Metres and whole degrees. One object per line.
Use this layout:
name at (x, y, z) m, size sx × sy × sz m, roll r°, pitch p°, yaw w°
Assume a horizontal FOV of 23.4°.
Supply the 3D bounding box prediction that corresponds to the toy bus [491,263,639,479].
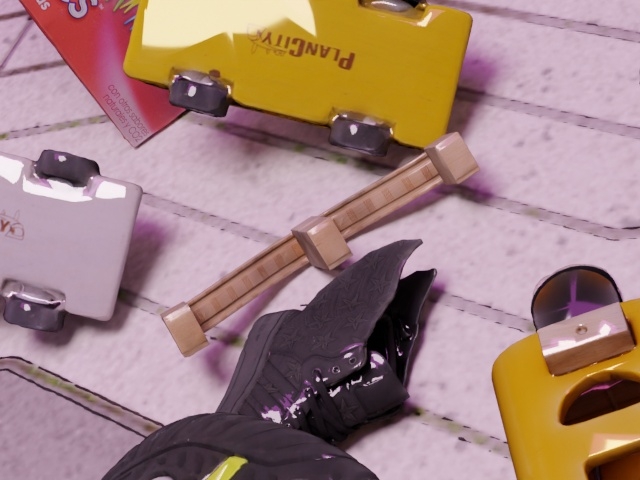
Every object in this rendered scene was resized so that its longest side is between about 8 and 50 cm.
toy bus at (0.123, 0.072, 0.643) m, size 0.202 × 0.104 × 0.191 m, roll 18°, pitch 61°, yaw 39°

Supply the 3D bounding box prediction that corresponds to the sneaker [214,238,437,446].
sneaker at (0.001, 0.076, 0.748) m, size 0.089 × 0.051 × 0.170 m, roll -10°, pitch 43°, yaw 28°

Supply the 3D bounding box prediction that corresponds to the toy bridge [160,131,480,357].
toy bridge at (0.000, 0.000, 0.817) m, size 0.188 × 0.026 × 0.063 m, roll -32°, pitch 6°, yaw -8°

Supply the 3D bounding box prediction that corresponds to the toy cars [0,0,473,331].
toy cars at (-0.102, -0.059, 0.895) m, size 0.393 × 0.087 × 0.176 m, roll -27°, pitch 84°, yaw 5°

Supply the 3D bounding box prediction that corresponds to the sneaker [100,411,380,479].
sneaker at (0.039, 0.186, 0.556) m, size 0.384 × 0.147 × 0.145 m, roll 24°, pitch 67°, yaw 44°

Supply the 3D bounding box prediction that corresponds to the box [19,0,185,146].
box at (-0.154, -0.226, 0.931) m, size 0.142 × 0.300 × 0.154 m, roll -37°, pitch 42°, yaw -3°
